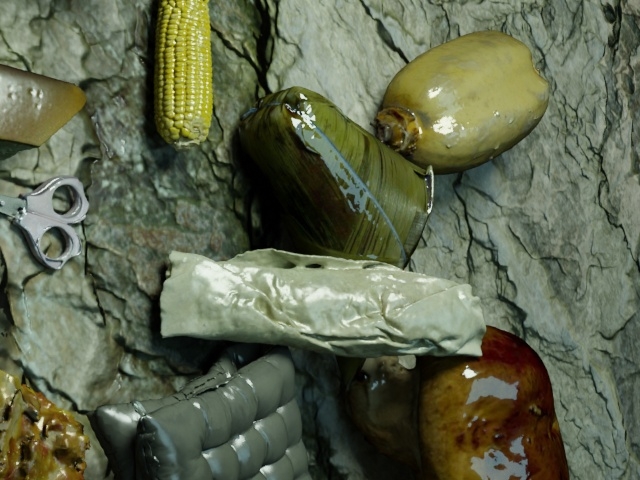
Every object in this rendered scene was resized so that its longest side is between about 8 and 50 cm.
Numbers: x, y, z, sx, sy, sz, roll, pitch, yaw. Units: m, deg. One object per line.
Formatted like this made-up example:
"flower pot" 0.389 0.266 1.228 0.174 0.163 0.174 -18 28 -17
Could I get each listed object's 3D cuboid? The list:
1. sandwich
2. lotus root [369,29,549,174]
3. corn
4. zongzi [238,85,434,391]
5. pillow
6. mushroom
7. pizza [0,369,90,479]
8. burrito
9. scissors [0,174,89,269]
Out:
"sandwich" -0.334 -0.126 1.319 0.258 0.094 0.096 10 75 -46
"lotus root" 0.177 -0.176 1.860 0.342 0.151 0.169 -29 93 -41
"corn" -0.152 -0.200 1.549 0.067 0.067 0.206 9 78 -48
"zongzi" 0.000 0.000 1.659 0.286 0.138 0.300 31 68 -39
"pillow" -0.108 0.245 1.502 0.326 0.101 0.228 -23 106 -59
"mushroom" 0.178 0.253 1.789 0.345 0.259 0.345 -10 90 -79
"pizza" -0.269 0.264 1.365 0.161 0.085 0.305 -30 110 -46
"burrito" 0.007 0.072 1.591 0.392 0.076 0.117 6 77 -17
"scissors" -0.311 -0.035 1.396 0.189 0.015 0.100 21 74 -45
